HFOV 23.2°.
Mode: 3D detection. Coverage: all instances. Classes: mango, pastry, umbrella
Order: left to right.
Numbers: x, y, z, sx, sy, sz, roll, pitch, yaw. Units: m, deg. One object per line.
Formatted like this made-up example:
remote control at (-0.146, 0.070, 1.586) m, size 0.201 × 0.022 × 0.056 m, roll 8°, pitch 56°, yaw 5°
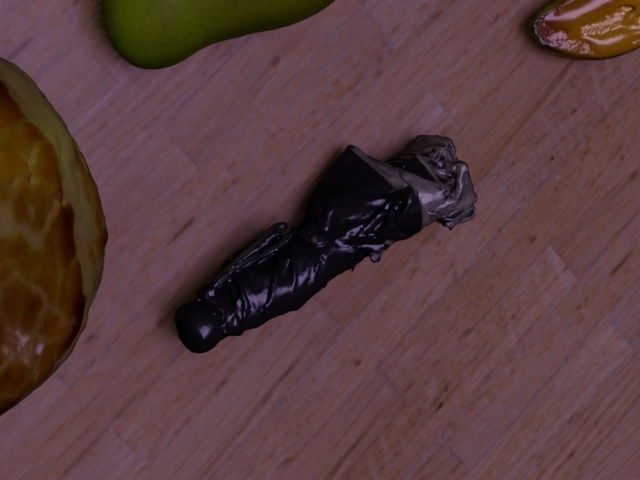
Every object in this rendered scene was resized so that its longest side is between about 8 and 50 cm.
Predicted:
pastry at (-0.368, 0.004, 1.314) m, size 0.388 × 0.313 × 0.388 m, roll -6°, pitch 101°, yaw -31°
mango at (-0.081, -0.274, 1.510) m, size 0.293 × 0.143 × 0.175 m, roll -30°, pitch 118°, yaw -8°
umbrella at (0.003, 0.001, 1.614) m, size 0.358 × 0.113 × 0.106 m, roll -31°, pitch 134°, yaw -19°
mango at (0.317, -0.253, 1.756) m, size 0.187 × 0.066 × 0.101 m, roll -19°, pitch 115°, yaw -18°
